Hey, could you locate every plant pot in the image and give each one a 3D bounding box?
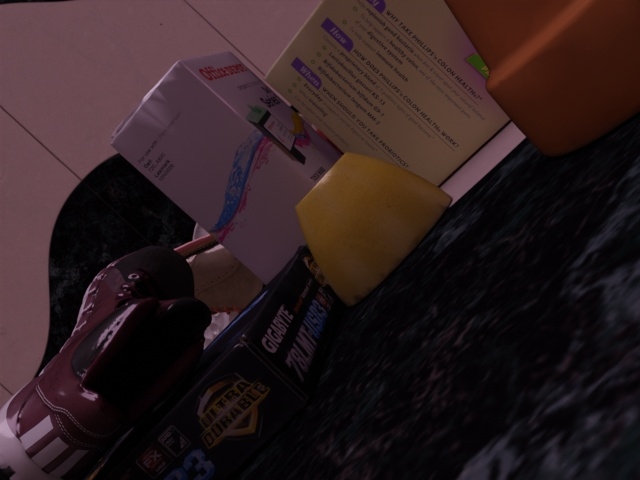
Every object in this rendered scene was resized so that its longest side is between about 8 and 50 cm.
[{"bbox_3d":[0.165,-0.221,0.520,0.291,0.203,0.291,-48,3,3],"label":"plant pot"},{"bbox_3d":[0.035,-0.022,0.786,0.134,0.095,0.134,-47,3,4],"label":"plant pot"}]

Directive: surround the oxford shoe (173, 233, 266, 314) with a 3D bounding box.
[{"bbox_3d":[-0.129,0.057,1.145,0.348,0.130,0.123,-36,-11,23],"label":"oxford shoe"}]

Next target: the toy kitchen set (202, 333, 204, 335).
[{"bbox_3d":[-0.124,0.144,1.263,0.122,0.166,0.207,141,135,-75],"label":"toy kitchen set"}]

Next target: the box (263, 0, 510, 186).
[{"bbox_3d":[0.103,-0.191,0.907,0.243,0.213,0.117,-45,4,42],"label":"box"}]

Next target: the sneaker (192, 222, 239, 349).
[{"bbox_3d":[-0.116,0.063,1.486,0.236,0.130,0.323,-23,-47,-51],"label":"sneaker"}]

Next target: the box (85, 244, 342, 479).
[{"bbox_3d":[-0.108,0.155,0.758,0.295,0.073,0.293,-46,4,14],"label":"box"}]

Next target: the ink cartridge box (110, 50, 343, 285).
[{"bbox_3d":[-0.058,-0.068,0.958,0.117,0.278,0.201,-47,3,17],"label":"ink cartridge box"}]

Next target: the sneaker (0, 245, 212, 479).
[{"bbox_3d":[-0.128,0.070,0.700,0.162,0.106,0.281,-37,18,31],"label":"sneaker"}]

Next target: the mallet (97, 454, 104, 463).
[{"bbox_3d":[-0.225,0.206,0.875,0.062,0.039,0.190,-52,-2,-33],"label":"mallet"}]

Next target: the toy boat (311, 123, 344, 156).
[{"bbox_3d":[0.102,-0.147,1.089,0.151,0.151,0.231,-9,-26,-39],"label":"toy boat"}]

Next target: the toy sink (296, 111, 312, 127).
[{"bbox_3d":[-0.023,-0.113,1.315,0.234,0.153,0.131,-13,11,9],"label":"toy sink"}]
